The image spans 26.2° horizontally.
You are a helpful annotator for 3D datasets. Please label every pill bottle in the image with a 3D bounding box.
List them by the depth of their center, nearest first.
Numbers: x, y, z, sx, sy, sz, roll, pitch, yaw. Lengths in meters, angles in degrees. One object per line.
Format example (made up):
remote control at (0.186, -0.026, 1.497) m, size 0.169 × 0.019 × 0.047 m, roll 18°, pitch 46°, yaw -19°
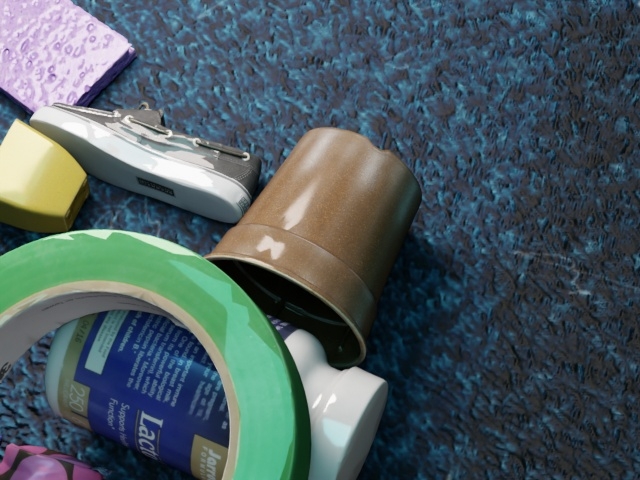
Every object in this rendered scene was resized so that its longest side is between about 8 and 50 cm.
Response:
pill bottle at (-0.086, 0.127, 1.172) m, size 0.265 × 0.153 × 0.153 m, roll 21°, pitch 72°, yaw 14°

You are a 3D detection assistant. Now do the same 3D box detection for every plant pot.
plant pot at (0.000, 0.000, 1.221) m, size 0.167 × 0.167 × 0.165 m, roll 23°, pitch 64°, yaw 14°
plant pot at (-0.267, -0.052, 1.308) m, size 0.083 × 0.081 × 0.081 m, roll 24°, pitch 72°, yaw 2°

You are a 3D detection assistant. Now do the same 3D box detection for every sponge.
sponge at (-0.303, -0.206, 1.398) m, size 0.210 × 0.031 × 0.117 m, roll 35°, pitch 76°, yaw 17°

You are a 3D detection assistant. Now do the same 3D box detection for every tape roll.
tape roll at (-0.170, 0.155, 1.058) m, size 0.321 × 0.077 × 0.321 m, roll -2°, pitch 74°, yaw 8°

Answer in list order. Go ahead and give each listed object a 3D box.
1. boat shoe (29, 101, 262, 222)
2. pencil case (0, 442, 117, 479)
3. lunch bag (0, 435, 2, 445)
boat shoe at (-0.162, -0.092, 1.313) m, size 0.229 × 0.080 × 0.076 m, roll 20°, pitch 65°, yaw 12°
pencil case at (-0.246, 0.281, 1.161) m, size 0.095 × 0.098 × 0.209 m, roll 7°, pitch 71°, yaw 29°
lunch bag at (-0.451, 0.257, 1.190) m, size 0.293 × 0.138 × 0.221 m, roll -1°, pitch 68°, yaw 19°
